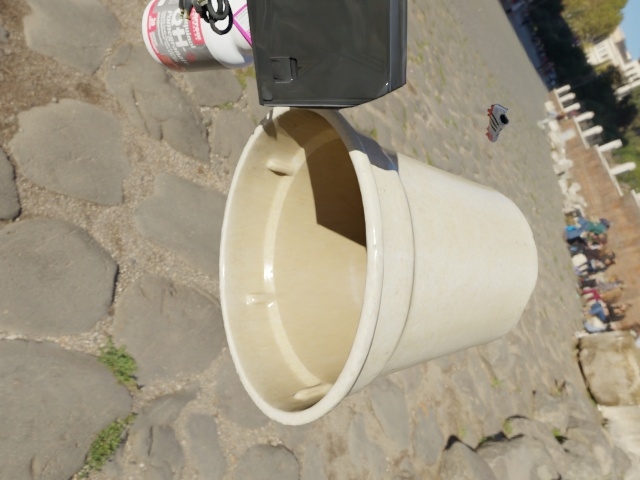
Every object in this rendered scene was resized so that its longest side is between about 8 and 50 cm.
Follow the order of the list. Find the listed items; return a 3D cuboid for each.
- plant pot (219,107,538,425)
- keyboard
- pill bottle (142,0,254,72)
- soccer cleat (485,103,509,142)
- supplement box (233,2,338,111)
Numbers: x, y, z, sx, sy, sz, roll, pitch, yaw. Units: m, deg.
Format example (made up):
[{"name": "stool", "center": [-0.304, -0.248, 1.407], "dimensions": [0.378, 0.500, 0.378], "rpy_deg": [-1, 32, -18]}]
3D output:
[{"name": "plant pot", "center": [0.079, 0.028, 0.574], "dimensions": [0.305, 0.334, 0.334], "rpy_deg": [4, 66, -32]}, {"name": "keyboard", "center": [-0.034, -0.247, 0.299], "dimensions": [0.033, 0.201, 0.317], "rpy_deg": [-31, 124, -48]}, {"name": "pill bottle", "center": [-0.236, -0.475, 1.049], "dimensions": [0.176, 0.318, 0.176], "rpy_deg": [-20, 115, -51]}, {"name": "soccer cleat", "center": [0.309, -0.200, 0.813], "dimensions": [0.029, 0.035, 0.083], "rpy_deg": [-46, 144, -20]}, {"name": "supplement box", "center": [-0.034, -0.295, 0.715], "dimensions": [0.111, 0.114, 0.220], "rpy_deg": [42, 13, -51]}]
